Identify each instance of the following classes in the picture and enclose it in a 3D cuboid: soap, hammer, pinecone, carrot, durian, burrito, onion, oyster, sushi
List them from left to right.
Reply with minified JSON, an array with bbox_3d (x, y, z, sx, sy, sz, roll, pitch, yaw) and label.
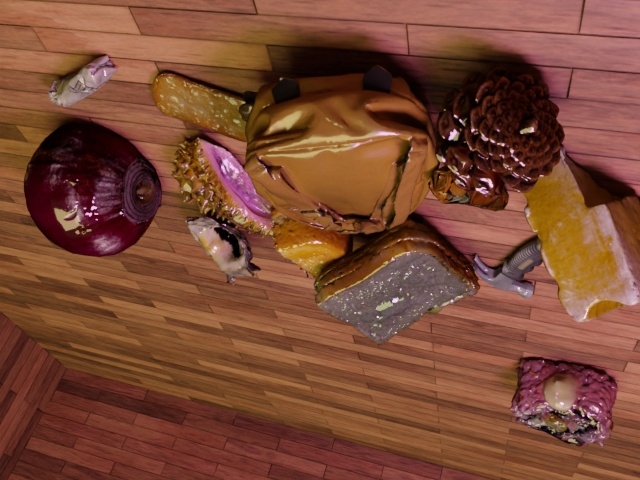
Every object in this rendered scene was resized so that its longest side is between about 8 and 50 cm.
[{"bbox_3d":[-0.487,-0.317,1.372,0.203,0.064,0.064,-11,138,41],"label":"burrito"},{"bbox_3d":[-0.534,-0.089,1.589,0.281,0.260,0.337,8,148,10],"label":"onion"},{"bbox_3d":[-0.218,-0.093,1.527,0.191,0.112,0.341,-11,140,39],"label":"durian"},{"bbox_3d":[-0.233,0.013,1.685,0.271,0.100,0.275,26,153,57],"label":"oyster"},{"bbox_3d":[0.269,-0.089,1.204,0.068,0.069,0.228,-8,171,39],"label":"carrot"},{"bbox_3d":[0.266,-0.161,1.051,0.207,0.208,0.208,15,150,9],"label":"pinecone"},{"bbox_3d":[0.430,0.047,1.438,0.158,0.041,0.226,23,151,-8],"label":"hammer"},{"bbox_3d":[0.644,0.430,1.810,0.270,0.171,0.237,11,150,24],"label":"sushi"},{"bbox_3d":[0.536,-0.033,1.245,0.338,0.305,0.169,-8,166,-42],"label":"soap"}]

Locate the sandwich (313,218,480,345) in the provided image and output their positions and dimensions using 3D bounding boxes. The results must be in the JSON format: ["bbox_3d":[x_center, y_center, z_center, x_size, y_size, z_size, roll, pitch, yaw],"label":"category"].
[{"bbox_3d":[0.164,0.097,1.489,0.301,0.099,0.271,-33,138,26],"label":"sandwich"}]

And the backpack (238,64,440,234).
[{"bbox_3d":[0.032,-0.146,1.190,0.353,0.201,0.378,1,154,6],"label":"backpack"}]

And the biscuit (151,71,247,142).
[{"bbox_3d":[-0.216,-0.261,1.334,0.247,0.029,0.118,20,144,1],"label":"biscuit"}]

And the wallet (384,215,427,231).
[{"bbox_3d":[0.137,-0.050,1.469,0.176,0.026,0.095,29,152,-14],"label":"wallet"}]

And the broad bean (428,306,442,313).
[{"bbox_3d":[0.233,0.141,1.668,0.124,0.082,0.174,38,145,-23],"label":"broad bean"}]

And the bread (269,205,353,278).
[{"bbox_3d":[0.000,0.000,1.503,0.139,0.143,0.229,-16,148,29],"label":"bread"}]
